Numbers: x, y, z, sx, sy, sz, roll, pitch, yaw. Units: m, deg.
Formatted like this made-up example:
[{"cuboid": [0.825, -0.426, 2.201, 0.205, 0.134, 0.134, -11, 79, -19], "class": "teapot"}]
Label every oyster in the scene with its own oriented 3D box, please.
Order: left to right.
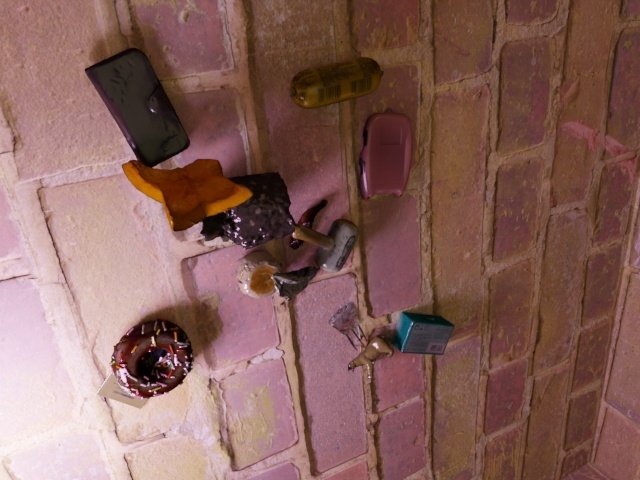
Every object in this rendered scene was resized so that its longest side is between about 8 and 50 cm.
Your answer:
[{"cuboid": [-0.084, 0.147, 1.756, 0.252, 0.087, 0.199, -27, 161, -39], "class": "oyster"}]

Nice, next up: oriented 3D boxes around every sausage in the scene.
[{"cuboid": [0.052, -0.500, 1.610, 0.347, 0.123, 0.123, -19, 117, -21], "class": "sausage"}]

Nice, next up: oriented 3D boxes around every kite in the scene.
[{"cuboid": [0.119, 0.356, 2.050, 0.127, 0.016, 0.229, -34, 118, -9], "class": "kite"}]

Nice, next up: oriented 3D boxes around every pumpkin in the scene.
[{"cuboid": [-0.370, -0.154, 1.427, 0.258, 0.290, 0.095, -27, 144, -28], "class": "pumpkin"}]

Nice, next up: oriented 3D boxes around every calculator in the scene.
[{"cuboid": [0.239, -0.306, 1.833, 0.220, 0.048, 0.329, -7, 110, -24], "class": "calculator"}]

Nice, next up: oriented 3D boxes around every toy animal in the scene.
[{"cuboid": [0.208, 0.475, 2.107, 0.218, 0.103, 0.101, -46, 106, -3], "class": "toy animal"}]

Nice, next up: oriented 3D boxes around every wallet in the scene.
[{"cuboid": [-0.498, -0.364, 1.420, 0.165, 0.042, 0.309, -30, 120, -13], "class": "wallet"}]

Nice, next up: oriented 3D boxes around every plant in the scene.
[{"cuboid": [-0.245, -0.083, 1.562, 0.312, 0.215, 0.213, -18, 113, -10], "class": "plant"}]

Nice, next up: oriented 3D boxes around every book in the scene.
[{"cuboid": [-0.618, 0.459, 1.694, 0.168, 0.013, 0.192, 35, 90, -33], "class": "book"}]

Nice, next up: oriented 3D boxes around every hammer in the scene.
[{"cuboid": [0.000, 0.000, 1.750, 0.305, 0.113, 0.202, 18, 98, -50], "class": "hammer"}]

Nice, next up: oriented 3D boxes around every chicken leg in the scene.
[{"cuboid": [-0.045, -0.058, 1.778, 0.093, 0.053, 0.205, 17, 109, -55], "class": "chicken leg"}]

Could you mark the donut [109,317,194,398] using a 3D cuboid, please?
[{"cuboid": [-0.536, 0.385, 1.643, 0.270, 0.103, 0.269, -9, 107, -31], "class": "donut"}]

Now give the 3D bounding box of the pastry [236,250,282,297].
[{"cuboid": [-0.208, 0.117, 1.737, 0.166, 0.088, 0.165, -11, 113, -29], "class": "pastry"}]

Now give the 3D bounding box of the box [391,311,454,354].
[{"cuboid": [0.440, 0.402, 2.191, 0.245, 0.092, 0.153, 12, 104, -30], "class": "box"}]
